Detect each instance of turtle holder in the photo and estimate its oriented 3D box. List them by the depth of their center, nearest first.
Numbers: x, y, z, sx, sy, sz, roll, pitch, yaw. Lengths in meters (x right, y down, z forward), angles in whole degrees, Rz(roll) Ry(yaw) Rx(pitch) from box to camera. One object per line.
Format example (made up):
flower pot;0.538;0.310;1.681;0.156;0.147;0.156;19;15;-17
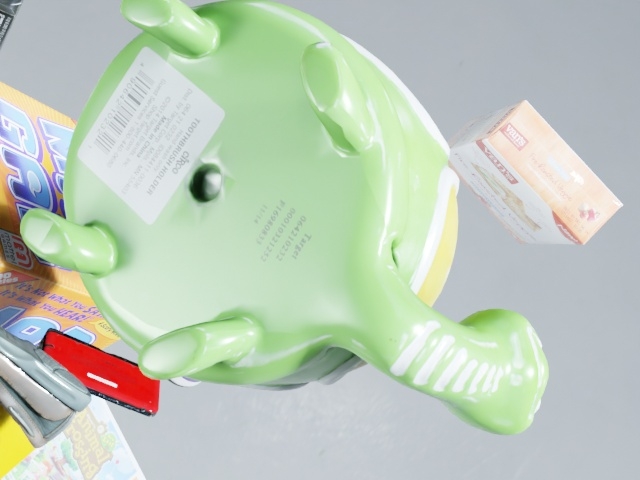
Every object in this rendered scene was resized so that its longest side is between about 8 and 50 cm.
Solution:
turtle holder;-0.002;-0.019;0.829;0.320;0.227;0.243;6;83;32

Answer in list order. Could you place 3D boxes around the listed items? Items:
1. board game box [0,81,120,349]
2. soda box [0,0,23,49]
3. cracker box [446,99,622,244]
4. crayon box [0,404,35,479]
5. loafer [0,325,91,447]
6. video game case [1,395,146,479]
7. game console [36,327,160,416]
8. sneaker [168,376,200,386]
board game box;-0.533;0.009;1.940;0.356;0.356;0.356;-30;64;18
soda box;-0.244;-0.132;0.871;0.053;0.169;0.060;25;51;-17
cracker box;0.227;-0.070;1.452;0.067;0.232;0.156;-44;95;-6
crayon box;-0.535;0.211;1.376;0.363;0.106;0.313;-41;110;-8
loafer;-0.358;0.111;1.300;0.267;0.096;0.084;39;88;-15
video game case;-0.343;0.305;1.743;0.193;0.023;0.212;-42;117;-42
game console;-0.265;0.169;1.482;0.144;0.085;0.124;24;22;-16
sneaker;-0.184;0.036;1.593;0.283;0.124;0.107;57;39;-5
